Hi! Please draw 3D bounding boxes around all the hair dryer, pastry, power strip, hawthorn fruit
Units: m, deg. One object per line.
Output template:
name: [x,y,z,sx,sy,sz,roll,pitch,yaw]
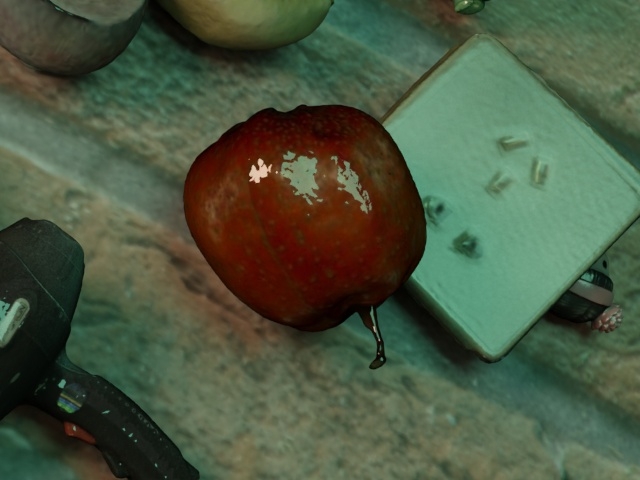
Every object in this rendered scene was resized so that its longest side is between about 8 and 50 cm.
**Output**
hair dryer: [-0.157,0.142,1.055,0.272,0.091,0.235,39,62,-15]
pastry: [-0.061,-0.214,1.270,0.156,0.092,0.156,15,64,-32]
power strip: [0.121,-0.032,1.309,0.198,0.064,0.213,46,67,3]
hawthorn fruit: [0.000,0.000,1.168,0.157,0.157,0.194,-23,82,-37]

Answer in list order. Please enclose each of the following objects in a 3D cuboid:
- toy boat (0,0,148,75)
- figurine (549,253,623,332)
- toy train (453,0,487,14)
toy boat: [-0.205,-0.209,1.203,0.155,0.085,0.227,2,55,-40]
figurine: [0.207,0.012,1.359,0.072,0.054,0.129,29,47,-35]
toy train: [0.135,-0.279,1.408,0.074,0.118,0.175,11,64,-30]
